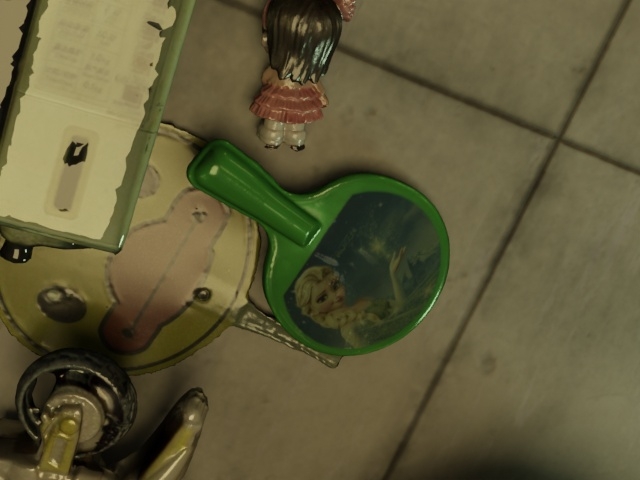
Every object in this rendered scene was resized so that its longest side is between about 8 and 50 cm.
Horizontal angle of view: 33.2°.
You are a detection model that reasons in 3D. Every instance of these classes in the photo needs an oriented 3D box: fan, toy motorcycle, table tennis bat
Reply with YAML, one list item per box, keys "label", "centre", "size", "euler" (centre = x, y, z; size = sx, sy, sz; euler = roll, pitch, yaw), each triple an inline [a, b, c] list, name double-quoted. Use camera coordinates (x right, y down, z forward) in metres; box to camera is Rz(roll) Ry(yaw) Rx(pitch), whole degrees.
- label: "fan"
  centre: [-0.122, 0.029, 0.884]
  size: [0.335, 0.011, 0.229]
  euler: [27, 104, -18]
- label: "toy motorcycle"
  centre: [-0.198, 0.249, 0.902]
  size: [0.223, 0.108, 0.340]
  euler: [24, 112, -9]
- label: "table tennis bat"
  centre: [0.000, 0.000, 0.869]
  size: [0.257, 0.039, 0.160]
  euler: [35, 97, -28]

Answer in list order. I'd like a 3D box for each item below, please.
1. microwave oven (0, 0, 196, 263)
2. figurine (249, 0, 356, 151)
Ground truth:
- label: "microwave oven"
  centre: [-0.278, -0.163, 0.610]
  size: [0.394, 0.333, 0.247]
  euler: [15, 104, -14]
- label: "figurine"
  centre: [-0.014, -0.131, 0.819]
  size: [0.072, 0.054, 0.129]
  euler: [3, 112, -15]
